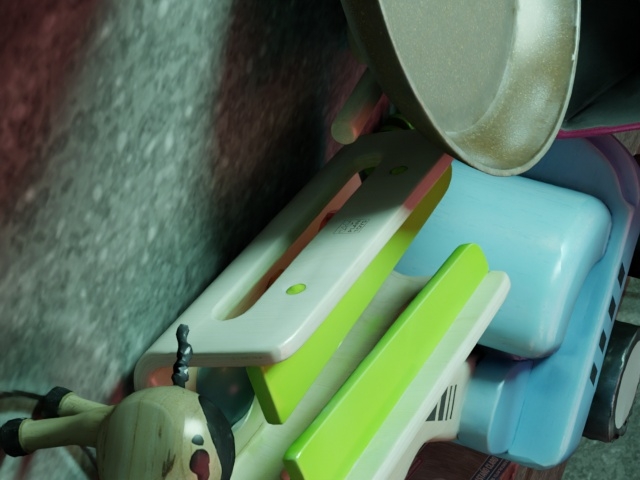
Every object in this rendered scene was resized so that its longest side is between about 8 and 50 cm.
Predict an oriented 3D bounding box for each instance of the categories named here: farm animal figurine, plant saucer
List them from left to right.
[{"bbox_3d":[-0.071,0.260,0.681,0.327,0.172,0.330,-56,139,-45],"label":"farm animal figurine"},{"bbox_3d":[0.081,-0.191,0.881,0.310,0.050,0.311,15,72,-57],"label":"plant saucer"}]

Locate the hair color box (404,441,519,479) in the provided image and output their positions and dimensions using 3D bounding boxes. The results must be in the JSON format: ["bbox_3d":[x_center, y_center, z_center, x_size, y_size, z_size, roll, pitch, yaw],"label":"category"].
[{"bbox_3d":[0.073,0.346,1.367,0.174,0.105,0.347,-37,146,-56],"label":"hair color box"}]

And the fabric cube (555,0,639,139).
[{"bbox_3d":[0.301,-0.248,1.090,0.258,0.259,0.254,-33,111,-45],"label":"fabric cube"}]

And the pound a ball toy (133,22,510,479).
[{"bbox_3d":[0.000,0.000,0.902,0.319,0.135,0.208,-50,126,-48],"label":"pound a ball toy"}]

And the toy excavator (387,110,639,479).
[{"bbox_3d":[0.100,0.092,1.111,0.445,0.222,0.433,9,97,-66],"label":"toy excavator"}]

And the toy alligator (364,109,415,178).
[{"bbox_3d":[0.076,-0.088,1.114,0.051,0.056,0.190,48,52,-22],"label":"toy alligator"}]
